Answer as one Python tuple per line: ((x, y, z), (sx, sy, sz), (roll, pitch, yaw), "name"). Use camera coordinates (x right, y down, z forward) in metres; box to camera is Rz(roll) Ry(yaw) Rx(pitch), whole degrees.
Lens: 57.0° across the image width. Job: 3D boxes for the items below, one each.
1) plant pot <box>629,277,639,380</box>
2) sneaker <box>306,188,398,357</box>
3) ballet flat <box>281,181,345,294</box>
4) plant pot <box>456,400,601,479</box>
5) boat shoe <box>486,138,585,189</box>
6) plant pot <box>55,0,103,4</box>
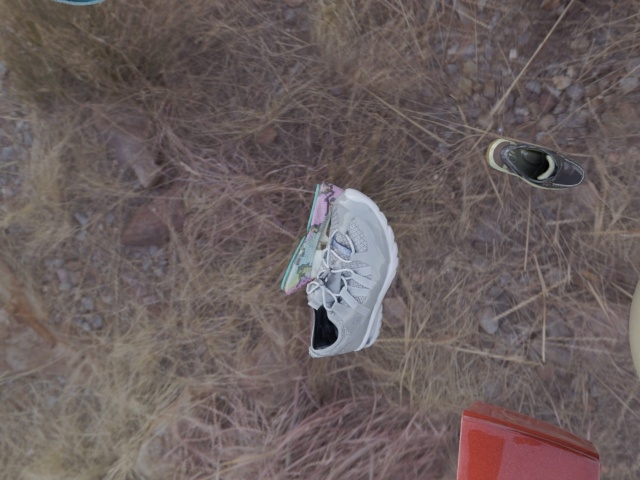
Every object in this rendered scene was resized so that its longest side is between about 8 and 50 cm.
((0.513, 0.145, 0.732), (0.284, 0.191, 0.284), (34, 145, 28), "plant pot")
((0.036, 0.063, 0.852), (0.105, 0.115, 0.281), (32, 132, 43), "sneaker")
((0.000, 0.000, 1.064), (0.079, 0.077, 0.222), (18, 74, 6), "ballet flat")
((0.392, 0.464, 1.113), (0.235, 0.267, 0.267), (3, 81, 22), "plant pot")
((0.299, -0.098, 0.801), (0.152, 0.049, 0.056), (10, 106, -16), "boat shoe")
((-0.420, -0.495, 0.835), (0.195, 0.290, 0.290), (15, 104, 26), "plant pot")
